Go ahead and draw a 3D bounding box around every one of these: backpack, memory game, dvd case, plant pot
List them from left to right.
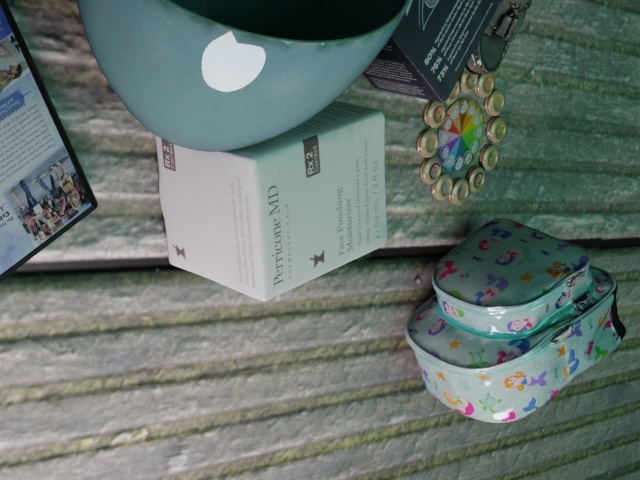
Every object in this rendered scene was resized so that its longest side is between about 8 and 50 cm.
[{"bbox_3d":[-0.303,-0.081,0.980,0.180,0.022,0.253,-42,131,-31],"label":"dvd case"},{"bbox_3d":[-0.087,-0.193,1.019,0.290,0.290,0.195,-25,152,-40],"label":"plant pot"},{"bbox_3d":[0.188,-0.137,1.508,0.186,0.012,0.186,-19,118,-42],"label":"memory game"},{"bbox_3d":[0.241,0.105,1.496,0.253,0.225,0.191,-39,127,-19],"label":"backpack"}]

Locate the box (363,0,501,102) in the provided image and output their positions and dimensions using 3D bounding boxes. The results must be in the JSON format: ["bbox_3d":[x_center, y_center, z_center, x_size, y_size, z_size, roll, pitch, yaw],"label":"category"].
[{"bbox_3d":[0.088,-0.274,1.275,0.207,0.108,0.153,44,71,-46],"label":"box"}]

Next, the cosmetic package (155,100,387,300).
[{"bbox_3d":[-0.047,-0.053,1.172,0.184,0.151,0.151,-25,121,-40],"label":"cosmetic package"}]

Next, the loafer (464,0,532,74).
[{"bbox_3d":[0.232,-0.336,1.427,0.096,0.084,0.267,2,100,-48],"label":"loafer"}]
